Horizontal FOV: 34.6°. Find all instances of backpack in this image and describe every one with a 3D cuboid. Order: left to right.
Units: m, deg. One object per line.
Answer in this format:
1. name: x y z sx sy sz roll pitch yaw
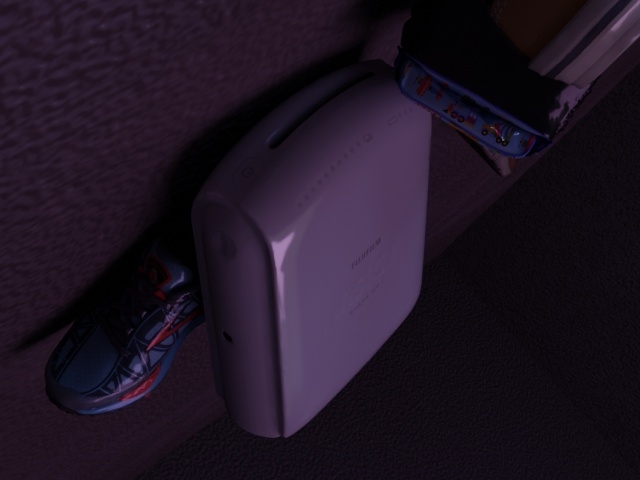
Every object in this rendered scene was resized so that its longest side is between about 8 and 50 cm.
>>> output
1. backpack: 0.140 -0.156 0.869 0.117 0.158 0.173 -58 -172 15

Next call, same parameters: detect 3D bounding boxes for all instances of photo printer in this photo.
1. photo printer: 0.000 0.000 0.943 0.256 0.107 0.307 -42 146 -36

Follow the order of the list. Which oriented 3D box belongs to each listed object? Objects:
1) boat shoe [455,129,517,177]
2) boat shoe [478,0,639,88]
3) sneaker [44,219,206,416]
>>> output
1. boat shoe: 0.272 -0.177 1.530 0.116 0.123 0.324 -44 173 7
2. boat shoe: 0.203 -0.255 0.748 0.187 0.156 0.500 -49 180 34
3. sneaker: -0.157 0.047 0.953 0.262 0.104 0.125 -44 159 -23
